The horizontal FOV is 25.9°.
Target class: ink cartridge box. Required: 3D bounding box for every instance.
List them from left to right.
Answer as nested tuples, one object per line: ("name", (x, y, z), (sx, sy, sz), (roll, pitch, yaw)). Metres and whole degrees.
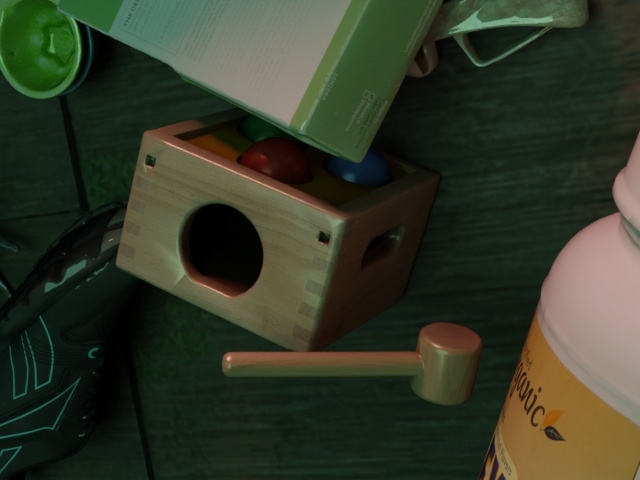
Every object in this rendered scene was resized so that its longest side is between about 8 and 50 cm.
("ink cartridge box", (-0.032, -0.161, 0.764), (0.235, 0.056, 0.171), (30, 95, 44))

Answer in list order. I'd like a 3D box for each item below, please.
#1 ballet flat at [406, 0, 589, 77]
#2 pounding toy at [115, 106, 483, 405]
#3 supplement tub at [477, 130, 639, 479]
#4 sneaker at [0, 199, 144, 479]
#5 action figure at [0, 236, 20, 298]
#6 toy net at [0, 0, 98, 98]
("ballet flat", (0.065, -0.114, 0.753), (0.168, 0.057, 0.052), (-12, 110, 31))
("pounding toy", (0.001, 0.004, 0.742), (0.206, 0.181, 0.094), (24, 112, 21))
("supplement tub", (0.189, 0.121, 0.646), (0.228, 0.228, 0.316), (24, 112, 21))
("sneaker", (-0.175, 0.075, 0.920), (0.106, 0.101, 0.267), (42, 120, -13))
("action figure", (-0.347, -0.012, 0.935), (0.164, 0.276, 0.141), (113, 151, -49))
("toy net", (-0.239, -0.160, 0.906), (0.232, 0.045, 0.122), (6, 106, 27))
